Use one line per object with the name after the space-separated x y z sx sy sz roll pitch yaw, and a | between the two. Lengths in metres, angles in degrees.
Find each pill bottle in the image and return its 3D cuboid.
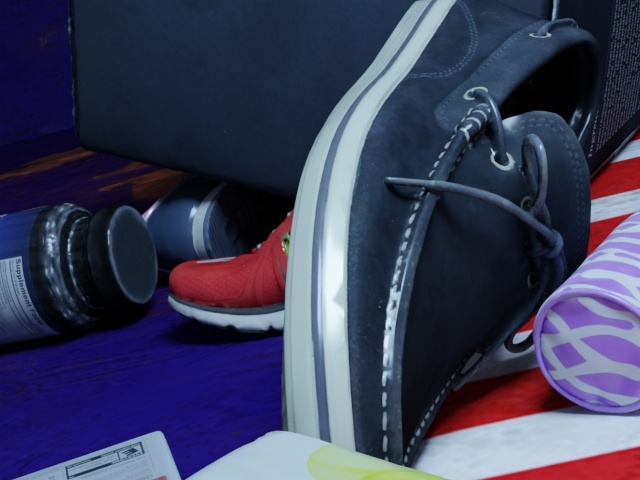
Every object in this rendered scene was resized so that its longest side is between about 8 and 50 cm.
-0.271 0.032 1.211 0.219 0.122 0.123 -11 15 18 | pill bottle

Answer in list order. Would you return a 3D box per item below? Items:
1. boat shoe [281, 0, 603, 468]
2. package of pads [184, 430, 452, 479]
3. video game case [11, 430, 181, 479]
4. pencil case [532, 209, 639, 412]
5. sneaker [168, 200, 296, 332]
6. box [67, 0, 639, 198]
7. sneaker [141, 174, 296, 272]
0.089 -0.015 0.810 0.156 0.186 0.500 8 35 15 | boat shoe
-0.010 0.171 0.461 0.229 0.101 0.296 -26 18 -33 | package of pads
-0.174 0.181 0.755 0.201 0.023 0.183 -17 14 -11 | video game case
0.210 0.031 0.804 0.088 0.086 0.206 23 35 27 | pencil case
0.000 0.000 1.054 0.279 0.118 0.107 -10 14 19 | sneaker
0.078 -0.245 1.297 0.480 0.297 0.472 14 29 24 | box
-0.091 -0.056 1.373 0.131 0.112 0.319 -5 17 27 | sneaker
